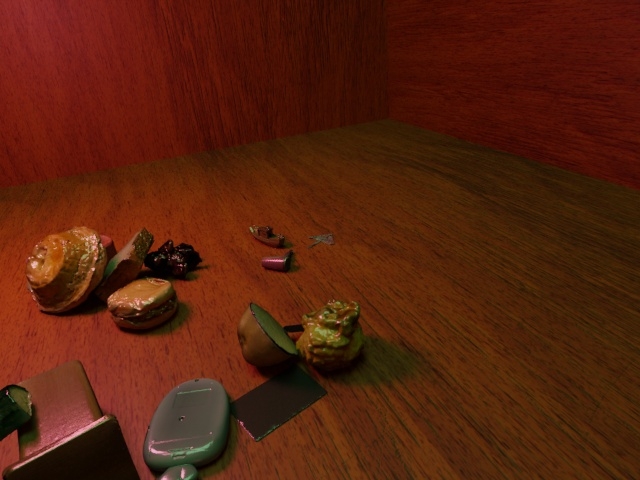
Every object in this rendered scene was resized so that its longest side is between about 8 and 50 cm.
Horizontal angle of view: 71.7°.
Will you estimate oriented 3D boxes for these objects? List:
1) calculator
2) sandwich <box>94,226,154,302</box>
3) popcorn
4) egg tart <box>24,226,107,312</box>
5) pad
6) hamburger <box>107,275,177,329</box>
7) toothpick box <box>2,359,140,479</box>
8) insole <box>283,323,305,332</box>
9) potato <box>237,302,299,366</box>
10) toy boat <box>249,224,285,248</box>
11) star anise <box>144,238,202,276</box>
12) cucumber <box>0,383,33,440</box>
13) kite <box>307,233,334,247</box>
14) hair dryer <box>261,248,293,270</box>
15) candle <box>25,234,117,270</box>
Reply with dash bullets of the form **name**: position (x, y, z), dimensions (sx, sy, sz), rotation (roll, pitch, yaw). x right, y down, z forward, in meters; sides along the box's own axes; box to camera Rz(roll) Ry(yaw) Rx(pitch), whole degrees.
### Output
- **calculator**: position (-0.298, 0.422, 1.001), dimensions (0.185, 0.042, 0.299), rotation (-6, 25, -2)
- **sandwich**: position (-0.698, 0.093, 1.592), dimensions (0.226, 0.087, 0.251), rotation (-42, 24, 11)
- **popcorn**: position (0.026, 0.247, 1.174), dimensions (0.197, 0.156, 0.198), rotation (-15, 29, 8)
- **egg tart**: position (-0.899, 0.089, 1.530), dimensions (0.340, 0.129, 0.342), rotation (-7, 68, 19)
- **pad**: position (-0.105, 0.386, 1.080), dimensions (0.211, 0.003, 0.142), rotation (-23, 31, -32)
- **hamburger**: position (-0.568, 0.199, 1.426), dimensions (0.213, 0.108, 0.214), rotation (-3, 26, 1)
- **toothpick box**: position (-0.535, 0.407, 0.933), dimensions (0.190, 0.188, 0.308), rotation (-23, 28, -30)
- **insole**: position (-0.036, 0.254, 1.282), dimensions (0.152, 0.002, 0.053), rotation (2, 19, -31)
- **potato**: position (-0.159, 0.273, 1.184), dimensions (0.117, 0.182, 0.202), rotation (-42, 42, -1)
- **toy boat**: position (-0.226, -0.025, 1.856), dimensions (0.206, 0.072, 0.064), rotation (21, 35, 41)
- **star anise**: position (-0.571, 0.065, 1.686), dimensions (0.219, 0.126, 0.190), rotation (3, 31, 10)
- **cucumber**: position (-0.675, 0.374, 0.845), dimensions (0.243, 0.063, 0.115), rotation (-40, 29, -11)
- **kite**: position (0.000, 0.000, 1.835), dimensions (0.139, 0.011, 0.156), rotation (14, 32, 38)
- **hair dryer**: position (-0.144, 0.069, 1.694), dimensions (0.106, 0.054, 0.154), rotation (3, 17, 26)
- **candle**: position (-0.994, 0.048, 1.794), dimensions (0.316, 0.132, 0.287), rotation (-14, 25, -20)
